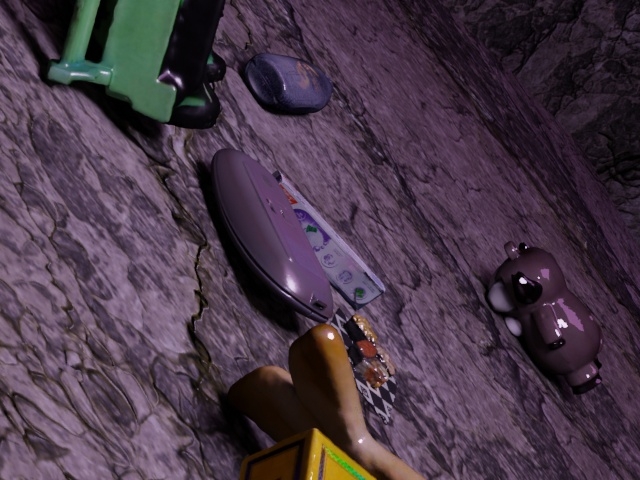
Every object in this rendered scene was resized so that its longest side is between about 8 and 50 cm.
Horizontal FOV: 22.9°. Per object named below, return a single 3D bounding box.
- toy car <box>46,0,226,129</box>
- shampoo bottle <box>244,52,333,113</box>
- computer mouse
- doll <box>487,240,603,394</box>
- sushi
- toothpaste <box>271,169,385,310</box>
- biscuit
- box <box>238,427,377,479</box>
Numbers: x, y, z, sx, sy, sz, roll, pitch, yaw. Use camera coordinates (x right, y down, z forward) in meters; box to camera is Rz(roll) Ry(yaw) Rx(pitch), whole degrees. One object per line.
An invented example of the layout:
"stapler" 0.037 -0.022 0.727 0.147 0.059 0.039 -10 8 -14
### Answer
"toy car" -0.166 -0.255 1.663 0.176 0.213 0.359 15 21 -6
"shampoo bottle" -0.037 -0.214 2.163 0.087 0.049 0.233 59 17 7
"computer mouse" -0.056 -0.003 1.692 0.120 0.057 0.232 33 24 -50
"doll" 0.354 0.113 2.462 0.257 0.117 0.182 52 15 -9
"sushi" 0.056 0.133 1.780 0.120 0.026 0.126 53 17 -7
"toothpaste" 0.000 0.000 1.853 0.196 0.047 0.040 47 22 -22
"biscuit" 0.018 0.184 1.372 0.047 0.164 0.208 -30 86 -42
"box" 0.049 0.312 1.240 0.301 0.084 0.193 43 37 -31
